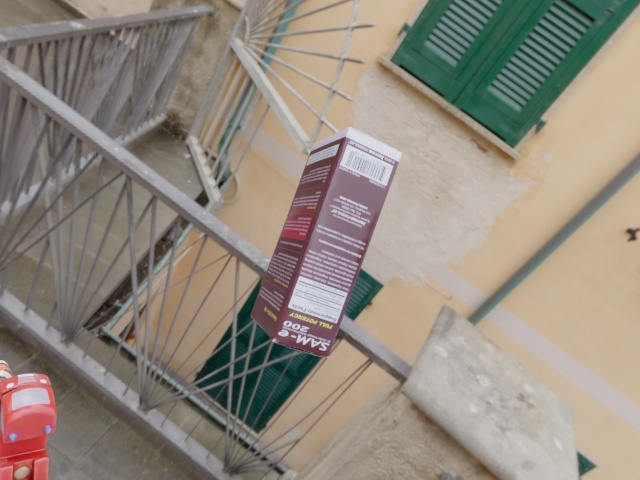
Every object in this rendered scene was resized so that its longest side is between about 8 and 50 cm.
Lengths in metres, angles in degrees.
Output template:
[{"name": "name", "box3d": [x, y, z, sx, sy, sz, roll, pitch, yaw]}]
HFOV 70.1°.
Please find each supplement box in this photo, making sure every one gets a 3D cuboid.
[{"name": "supplement box", "box3d": [0.000, 0.000, 0.538, 0.073, 0.239, 0.130, 22, -3, -19]}]

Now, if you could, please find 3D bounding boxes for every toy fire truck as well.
[{"name": "toy fire truck", "box3d": [-0.280, 0.242, 0.433, 0.047, 0.192, 0.135, 3, 16, -42]}]

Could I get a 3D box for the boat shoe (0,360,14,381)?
[{"name": "boat shoe", "box3d": [-0.580, 0.286, 0.850, 0.049, 0.137, 0.043, -24, 37, -35]}]
